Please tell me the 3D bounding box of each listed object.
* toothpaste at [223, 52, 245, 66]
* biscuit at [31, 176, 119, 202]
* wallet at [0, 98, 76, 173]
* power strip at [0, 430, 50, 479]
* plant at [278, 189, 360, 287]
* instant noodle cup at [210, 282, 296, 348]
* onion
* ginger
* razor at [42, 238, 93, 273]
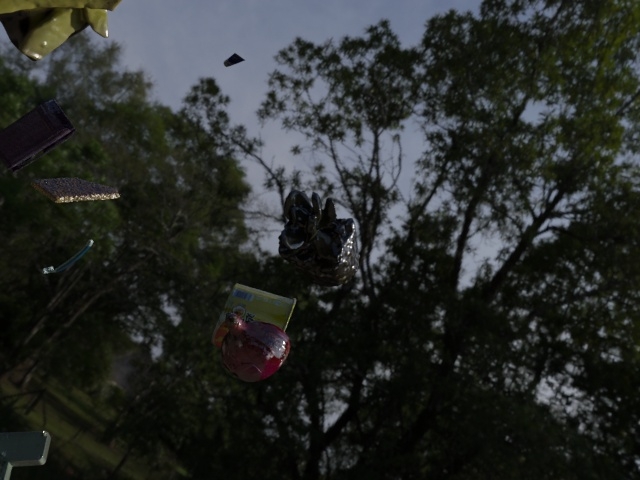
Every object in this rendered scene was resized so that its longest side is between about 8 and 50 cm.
[{"bbox_3d":[-0.168,-0.347,1.162,0.024,0.015,0.083,31,-8,-27],"label":"toothpaste"},{"bbox_3d":[-0.746,-0.159,1.860,0.131,0.237,0.026,33,-67,24],"label":"biscuit"},{"bbox_3d":[-0.626,-0.231,1.314,0.111,0.166,0.030,49,-11,20],"label":"wallet"},{"bbox_3d":[-0.866,0.598,1.657,0.215,0.145,0.061,-2,-41,-7],"label":"power strip"},{"bbox_3d":[0.000,0.000,1.669,0.188,0.199,0.276,9,-30,29],"label":"plant"},{"bbox_3d":[-0.212,0.265,1.889,0.200,0.264,0.264,22,-27,-3],"label":"instant noodle cup"},{"bbox_3d":[-0.177,0.261,1.467,0.173,0.135,0.198,-18,-44,25],"label":"onion"},{"bbox_3d":[-0.510,-0.560,1.167,0.358,0.413,0.211,31,1,-45],"label":"ginger"},{"bbox_3d":[-0.848,0.061,2.057,0.037,0.191,0.068,57,1,-3],"label":"razor"}]
